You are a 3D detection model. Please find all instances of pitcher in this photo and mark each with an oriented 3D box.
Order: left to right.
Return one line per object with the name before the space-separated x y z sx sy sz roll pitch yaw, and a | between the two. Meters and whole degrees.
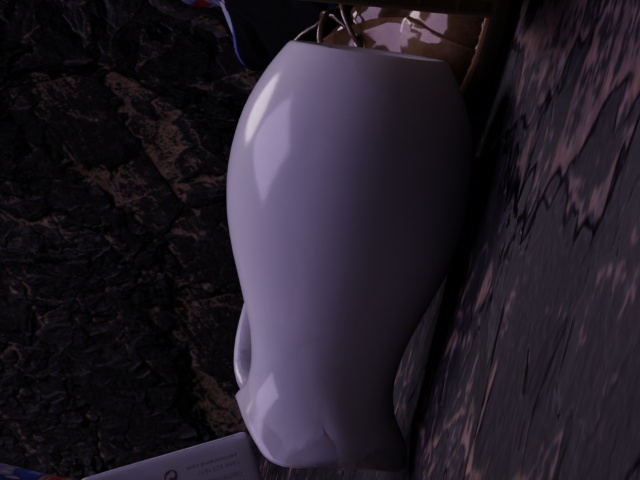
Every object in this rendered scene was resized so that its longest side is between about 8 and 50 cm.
pitcher | 0.000 0.000 1.043 0.178 0.125 0.207 -156 72 -64

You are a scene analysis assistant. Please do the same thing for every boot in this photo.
boot | 0.039 -0.109 1.094 0.112 0.115 0.305 -73 1 -64

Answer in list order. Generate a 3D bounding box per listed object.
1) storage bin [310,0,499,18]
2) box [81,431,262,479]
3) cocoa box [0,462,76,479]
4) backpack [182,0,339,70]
storage bin | 0.011 -0.248 0.908 0.260 0.123 0.262 -4 -63 -55
box | -0.062 0.202 1.039 0.130 0.091 0.170 113 141 -72
cocoa box | -0.089 0.254 0.634 0.231 0.228 0.347 130 154 -83
backpack | 0.007 -0.260 1.269 0.263 0.213 0.276 -56 -28 -25
